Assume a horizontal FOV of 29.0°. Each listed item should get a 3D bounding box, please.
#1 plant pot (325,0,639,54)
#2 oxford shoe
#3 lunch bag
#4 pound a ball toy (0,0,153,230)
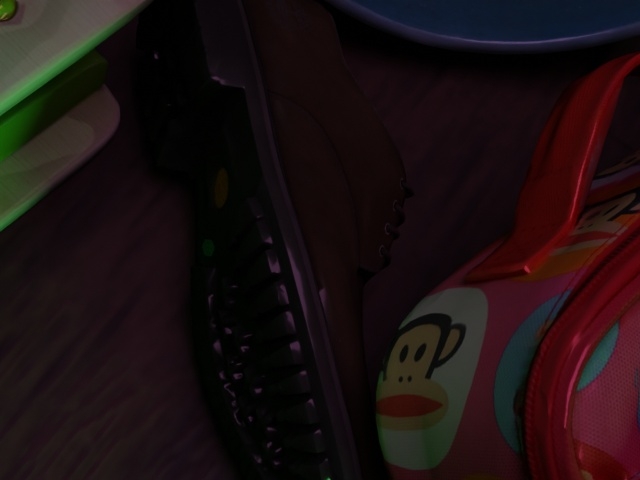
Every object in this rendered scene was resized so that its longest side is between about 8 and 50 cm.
[{"bbox_3d":[0.084,-0.263,0.516,0.272,0.271,0.255,7,51,-17],"label":"plant pot"},{"bbox_3d":[0.000,0.000,0.463,0.096,0.083,0.227,-1,72,-31],"label":"oxford shoe"},{"bbox_3d":[0.165,0.048,0.440,0.293,0.120,0.258,-34,102,-30],"label":"lunch bag"},{"bbox_3d":[-0.161,-0.063,0.359,0.136,0.208,0.319,45,62,3],"label":"pound a ball toy"}]
